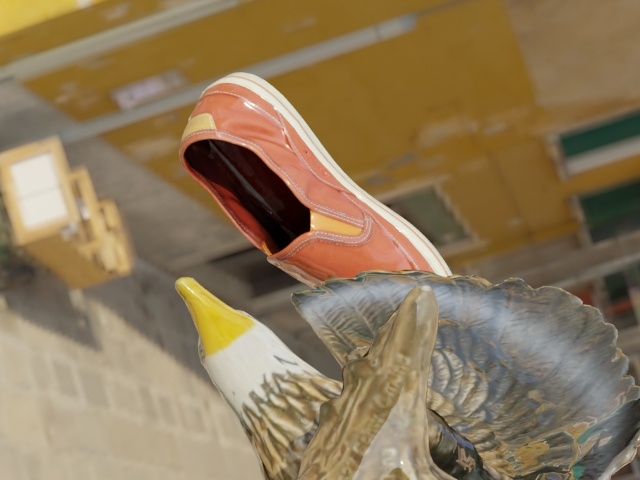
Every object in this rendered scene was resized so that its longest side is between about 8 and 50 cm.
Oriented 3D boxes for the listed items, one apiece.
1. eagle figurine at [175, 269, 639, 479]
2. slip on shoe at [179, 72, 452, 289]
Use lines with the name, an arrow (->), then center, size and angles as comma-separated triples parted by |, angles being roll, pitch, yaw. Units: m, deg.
eagle figurine -> 0.021, 0.099, 0.660 | 0.298, 0.226, 0.225 | 63, 17, -78
slip on shoe -> 0.000, 0.000, 1.508 | 0.331, 0.123, 0.101 | 47, 45, -7
